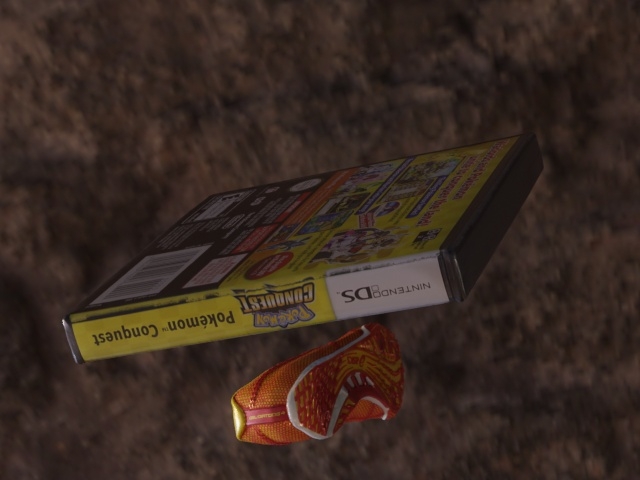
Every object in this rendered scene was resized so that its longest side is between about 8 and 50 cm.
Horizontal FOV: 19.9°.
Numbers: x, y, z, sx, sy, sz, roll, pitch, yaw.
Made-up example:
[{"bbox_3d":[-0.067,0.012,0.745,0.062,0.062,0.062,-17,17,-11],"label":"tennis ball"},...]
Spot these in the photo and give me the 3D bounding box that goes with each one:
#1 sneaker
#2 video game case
[{"bbox_3d":[0.002,0.087,1.130,0.067,0.175,0.064,-8,-92,28],"label":"sneaker"},{"bbox_3d":[0.000,0.000,1.174,0.248,0.035,0.275,-11,-166,20],"label":"video game case"}]
